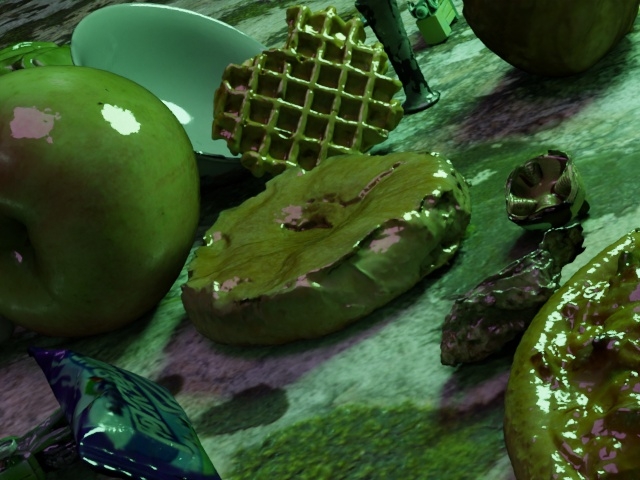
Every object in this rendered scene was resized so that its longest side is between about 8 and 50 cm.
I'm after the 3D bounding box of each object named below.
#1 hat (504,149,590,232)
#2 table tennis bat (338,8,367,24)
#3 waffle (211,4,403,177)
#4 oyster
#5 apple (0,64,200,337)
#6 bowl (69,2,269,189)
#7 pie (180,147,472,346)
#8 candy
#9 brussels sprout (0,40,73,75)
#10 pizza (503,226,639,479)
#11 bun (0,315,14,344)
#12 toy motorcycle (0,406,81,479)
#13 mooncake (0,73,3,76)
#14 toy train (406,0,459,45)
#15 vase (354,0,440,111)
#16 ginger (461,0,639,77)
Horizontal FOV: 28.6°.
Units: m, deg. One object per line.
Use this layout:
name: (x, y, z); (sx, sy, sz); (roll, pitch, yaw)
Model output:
hat: (0.229, -0.044, 1.255); (0.077, 0.059, 0.076); (-22, 56, 29)
table tennis bat: (0.072, -0.385, 2.170); (0.100, 0.019, 0.155); (-39, 26, -33)
waffle: (-0.025, -0.186, 1.607); (0.253, 0.249, 0.056); (-17, -20, -11)
oyster: (0.168, 0.053, 1.091); (0.177, 0.056, 0.105); (-31, -15, -30)
apple: (-0.284, -0.053, 1.456); (0.319, 0.319, 0.277); (-7, 20, 35)
bowl: (-0.198, -0.170, 1.736); (0.157, 0.346, 0.345); (-62, -1, 36)
pie: (0.000, 0.000, 1.350); (0.340, 0.083, 0.339); (-19, 26, 10)
candy: (-0.178, 0.163, 1.133); (0.070, 0.145, 0.275); (-67, 26, 5)
brussels sprout: (-0.454, -0.196, 1.992); (0.328, 0.247, 0.328); (-12, 8, 2)
pizza: (0.219, 0.096, 0.950); (0.268, 0.087, 0.258); (-33, 21, -13)
bun: (-0.419, 0.099, 1.524); (0.094, 0.138, 0.138); (18, 23, -10)
toy motorcycle: (-0.298, 0.220, 1.201); (0.190, 0.074, 0.106); (-27, 15, -5)
mooncake: (-0.579, -0.098, 1.765); (0.378, 0.378, 0.200); (-10, 32, 29)
toy train: (0.176, -0.356, 1.930); (0.050, 0.081, 0.122); (-21, 21, 31)
vase: (0.104, -0.256, 1.683); (0.059, 0.167, 0.059); (-23, 21, 10)
ginger: (0.295, -0.308, 1.578); (0.200, 0.269, 0.223); (32, 89, 21)
